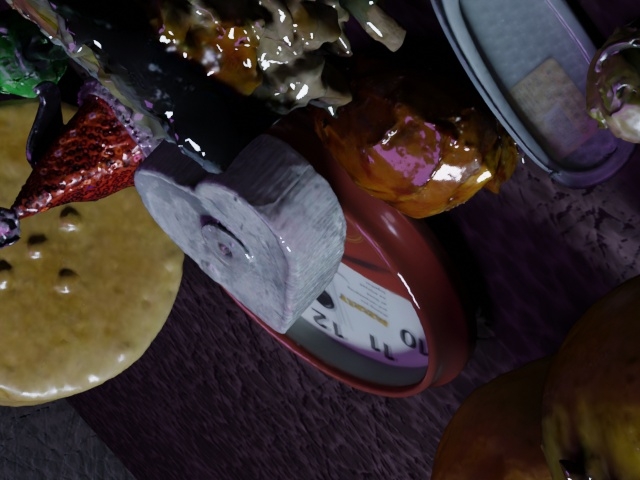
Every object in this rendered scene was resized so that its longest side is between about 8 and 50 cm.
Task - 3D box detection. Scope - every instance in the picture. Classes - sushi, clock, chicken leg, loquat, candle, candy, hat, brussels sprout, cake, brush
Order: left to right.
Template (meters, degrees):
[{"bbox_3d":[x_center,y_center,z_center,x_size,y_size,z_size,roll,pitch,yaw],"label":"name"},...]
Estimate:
[{"bbox_3d":[-0.332,0.020,1.675,0.332,0.332,0.321,50,163,-8],"label":"cake"},{"bbox_3d":[-0.261,-0.175,1.435,0.097,0.097,0.323,54,169,-17],"label":"candy"},{"bbox_3d":[-0.223,-0.062,1.424,0.129,0.227,0.140,41,154,18],"label":"hat"},{"bbox_3d":[-0.078,-0.179,0.924,0.225,0.219,0.238,43,-173,39],"label":"sushi"},{"bbox_3d":[-0.050,-0.010,1.163,0.192,0.068,0.168,14,143,53],"label":"candle"},{"bbox_3d":[0.000,0.000,1.277,0.318,0.080,0.318,33,153,19],"label":"clock"},{"bbox_3d":[0.015,-0.093,1.067,0.113,0.093,0.304,46,171,-38],"label":"chicken leg"},{"bbox_3d":[0.076,-0.158,0.849,0.297,0.068,0.060,56,-178,-11],"label":"brush"},{"bbox_3d":[0.182,0.193,1.083,0.238,0.193,0.238,44,147,39],"label":"loquat"},{"bbox_3d":[0.171,-0.079,0.792,0.085,0.058,0.085,26,140,24],"label":"brussels sprout"},{"bbox_3d":[0.216,0.112,0.838,0.213,0.213,0.213,41,160,18],"label":"loquat"}]

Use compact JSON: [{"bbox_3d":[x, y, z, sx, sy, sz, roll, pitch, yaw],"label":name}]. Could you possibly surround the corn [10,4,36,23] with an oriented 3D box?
[{"bbox_3d":[-0.189,-0.206,1.298,0.237,0.079,0.079,21,149,43],"label":"corn"}]
